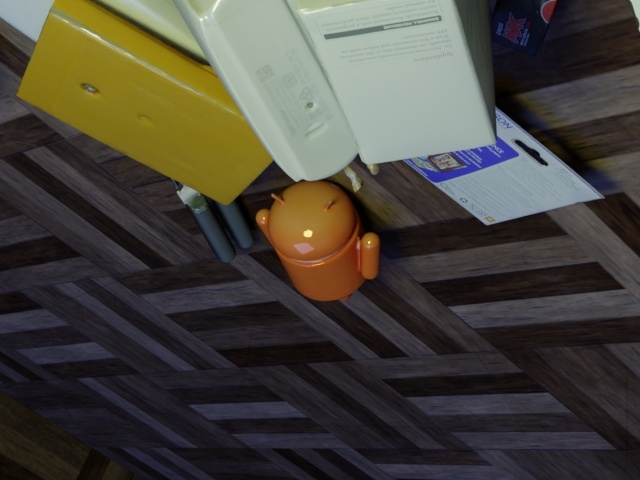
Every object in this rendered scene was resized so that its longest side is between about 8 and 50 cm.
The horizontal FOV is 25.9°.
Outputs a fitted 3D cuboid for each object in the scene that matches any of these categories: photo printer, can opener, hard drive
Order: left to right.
[{"bbox_3d":[-0.261,-0.264,1.732,0.353,0.047,0.233,34,153,-24],"label":"hard drive"},{"bbox_3d":[-0.169,-0.072,2.024,0.093,0.074,0.280,48,171,38],"label":"can opener"},{"bbox_3d":[-0.083,-0.234,1.413,0.256,0.107,0.307,59,180,-44],"label":"photo printer"}]

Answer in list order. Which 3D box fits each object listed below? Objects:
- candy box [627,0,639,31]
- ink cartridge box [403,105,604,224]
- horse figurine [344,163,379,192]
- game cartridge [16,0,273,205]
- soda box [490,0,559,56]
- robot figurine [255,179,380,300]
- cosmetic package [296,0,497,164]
[{"bbox_3d":[0.358,-0.198,1.202,0.165,0.070,0.196,-25,86,58],"label":"candy box"},{"bbox_3d":[0.205,-0.102,1.664,0.206,0.045,0.208,36,153,-25],"label":"ink cartridge box"},{"bbox_3d":[0.011,-0.145,1.691,0.174,0.066,0.263,49,161,-1],"label":"horse figurine"},{"bbox_3d":[-0.211,-0.171,1.757,0.324,0.052,0.285,27,158,-12],"label":"game cartridge"},{"bbox_3d":[0.209,-0.253,1.361,0.060,0.053,0.169,20,155,6],"label":"soda box"},{"bbox_3d":[0.002,0.000,1.937,0.158,0.128,0.219,55,174,35],"label":"robot figurine"},{"bbox_3d":[0.076,-0.230,1.285,0.138,0.224,0.224,-7,146,13],"label":"cosmetic package"}]
